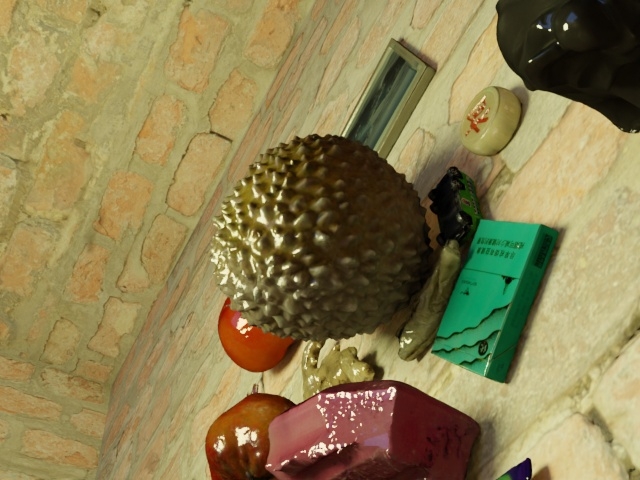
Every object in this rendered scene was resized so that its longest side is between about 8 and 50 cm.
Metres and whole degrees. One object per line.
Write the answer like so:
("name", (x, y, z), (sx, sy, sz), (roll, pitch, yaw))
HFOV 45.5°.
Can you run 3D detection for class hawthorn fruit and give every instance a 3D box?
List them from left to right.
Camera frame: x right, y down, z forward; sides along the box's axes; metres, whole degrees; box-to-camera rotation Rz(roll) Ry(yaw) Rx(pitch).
("hawthorn fruit", (-0.109, 0.392, 1.484), (0.224, 0.224, 0.261), (-60, 8, 20))

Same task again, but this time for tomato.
("tomato", (-0.150, 0.192, 1.843), (0.260, 0.180, 0.260), (-60, 13, 23))

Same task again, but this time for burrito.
("burrito", (0.177, 0.098, 1.237), (0.063, 0.058, 0.229), (50, 132, 47))

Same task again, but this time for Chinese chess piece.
("Chinese chess piece", (0.290, -0.205, 1.312), (0.122, 0.051, 0.122), (-51, 26, 37))

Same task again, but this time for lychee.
("lychee", (0.000, 0.000, 1.330), (0.380, 0.380, 0.432), (-57, -15, 28))

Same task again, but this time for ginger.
("ginger", (0.032, 0.268, 1.472), (0.258, 0.065, 0.149), (3, 84, 63))

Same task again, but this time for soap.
("soap", (0.058, 0.316, 1.128), (0.325, 0.220, 0.127), (-45, 21, 49))

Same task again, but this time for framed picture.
("framed picture", (0.113, -0.260, 1.866), (0.446, 0.028, 0.326), (-61, 20, 18))

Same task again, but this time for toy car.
("toy car", (0.230, -0.050, 1.283), (0.071, 0.062, 0.165), (-54, 24, 36))

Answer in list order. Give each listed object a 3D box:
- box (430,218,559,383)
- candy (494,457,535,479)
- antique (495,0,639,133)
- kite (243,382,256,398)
("box", (0.250, 0.082, 1.121), (0.226, 0.042, 0.161), (-69, 19, -4))
("candy", (0.182, 0.388, 0.940), (0.275, 0.070, 0.145), (-56, 14, 35))
("antique", (0.344, -0.241, 0.918), (0.185, 0.255, 0.322), (-63, 22, 5))
("kite", (-0.181, 0.468, 1.868), (0.141, 0.015, 0.245), (-49, 27, 36))
